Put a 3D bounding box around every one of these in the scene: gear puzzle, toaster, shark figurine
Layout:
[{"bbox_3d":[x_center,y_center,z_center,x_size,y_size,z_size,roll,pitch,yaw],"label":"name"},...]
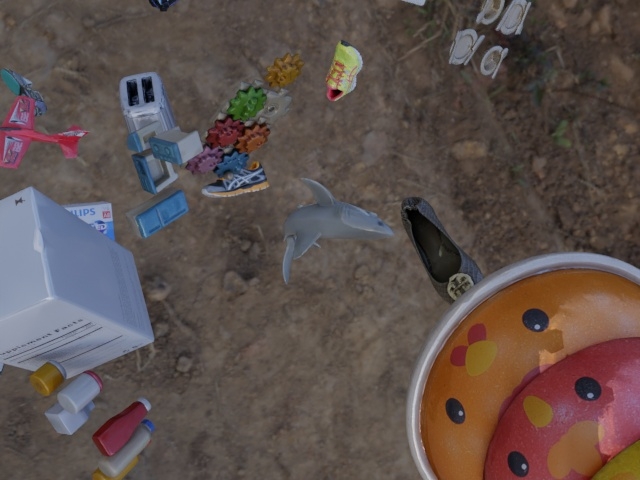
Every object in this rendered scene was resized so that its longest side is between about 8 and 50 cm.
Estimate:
[{"bbox_3d":[-0.137,-0.247,1.392,0.175,0.339,0.044,3,47,-53],"label":"gear puzzle"},{"bbox_3d":[-0.462,-0.341,1.789,0.146,0.129,0.227,84,-8,-52],"label":"toaster"},{"bbox_3d":[-0.026,-0.004,1.162,0.166,0.278,0.116,35,61,-23],"label":"shark figurine"}]

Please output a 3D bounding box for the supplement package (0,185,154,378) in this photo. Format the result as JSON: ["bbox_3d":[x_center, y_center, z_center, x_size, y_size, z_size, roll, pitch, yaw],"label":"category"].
[{"bbox_3d":[-0.410,0.078,1.015,0.293,0.175,0.178,58,11,-66],"label":"supplement package"}]

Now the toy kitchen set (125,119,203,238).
[{"bbox_3d":[-0.299,-0.105,1.290,0.122,0.166,0.207,-38,131,-34],"label":"toy kitchen set"}]

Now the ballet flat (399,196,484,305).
[{"bbox_3d":[0.196,0.014,1.135,0.058,0.084,0.250,29,29,-45],"label":"ballet flat"}]

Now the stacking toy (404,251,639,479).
[{"bbox_3d":[0.303,0.233,0.591,0.351,0.350,0.480,56,0,-19],"label":"stacking toy"}]

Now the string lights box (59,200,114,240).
[{"bbox_3d":[-0.545,0.045,1.549,0.133,0.076,0.260,-9,102,-31],"label":"string lights box"}]

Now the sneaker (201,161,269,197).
[{"bbox_3d":[-0.251,-0.173,1.953,0.214,0.084,0.083,-18,105,-37],"label":"sneaker"}]

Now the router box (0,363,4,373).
[{"bbox_3d":[-0.734,0.252,1.433,0.092,0.122,0.038,22,79,-34],"label":"router box"}]

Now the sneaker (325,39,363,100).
[{"bbox_3d":[0.056,-0.457,1.841,0.081,0.208,0.094,37,68,17],"label":"sneaker"}]

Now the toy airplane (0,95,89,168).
[{"bbox_3d":[-0.408,-0.151,0.963,0.151,0.028,0.151,5,51,-6],"label":"toy airplane"}]

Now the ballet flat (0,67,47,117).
[{"bbox_3d":[-0.557,-0.281,1.272,0.114,0.041,0.041,51,37,5],"label":"ballet flat"}]

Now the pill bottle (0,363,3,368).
[{"bbox_3d":[-0.626,0.197,1.115,0.119,0.208,0.119,22,62,-50],"label":"pill bottle"}]

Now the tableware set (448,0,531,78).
[{"bbox_3d":[0.292,-0.355,1.151,0.168,0.141,0.020,-2,37,-45],"label":"tableware set"}]

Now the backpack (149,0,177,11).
[{"bbox_3d":[-0.292,-0.547,1.257,0.117,0.158,0.173,56,-3,38],"label":"backpack"}]

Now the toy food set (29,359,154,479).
[{"bbox_3d":[-0.330,0.265,1.026,0.104,0.111,0.232,-45,117,-45],"label":"toy food set"}]

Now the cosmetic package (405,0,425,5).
[{"bbox_3d":[0.077,-0.410,0.844,0.151,0.152,0.184,13,34,-8],"label":"cosmetic package"}]
